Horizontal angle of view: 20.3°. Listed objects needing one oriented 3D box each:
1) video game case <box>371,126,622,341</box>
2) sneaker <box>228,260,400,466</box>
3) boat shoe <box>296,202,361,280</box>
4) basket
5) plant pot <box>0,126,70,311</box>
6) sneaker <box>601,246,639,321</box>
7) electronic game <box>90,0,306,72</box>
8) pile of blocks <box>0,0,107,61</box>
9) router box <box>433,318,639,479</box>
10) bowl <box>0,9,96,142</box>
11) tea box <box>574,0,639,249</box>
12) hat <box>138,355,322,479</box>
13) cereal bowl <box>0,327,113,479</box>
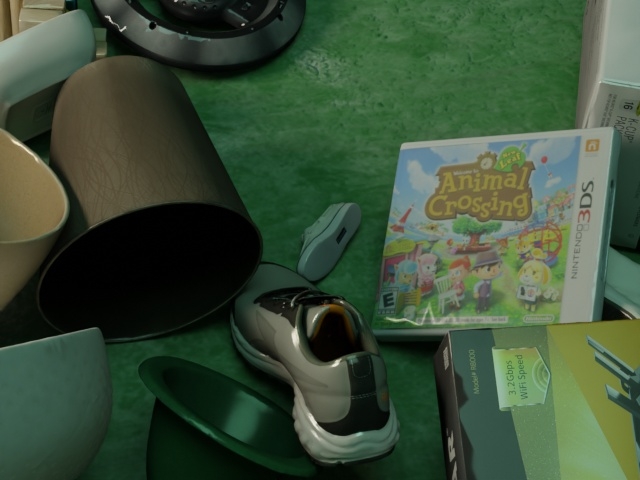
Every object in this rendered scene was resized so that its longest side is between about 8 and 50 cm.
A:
[{"bbox_3d":[0.154,-0.004,1.580,0.212,0.023,0.193,-3,65,30],"label":"video game case"},{"bbox_3d":[-0.004,0.079,1.512,0.100,0.108,0.271,-10,29,-19],"label":"sneaker"},{"bbox_3d":[0.000,0.000,1.660,0.035,0.035,0.100,5,47,37],"label":"boat shoe"},{"bbox_3d":[-0.169,-0.048,1.608,0.204,0.154,0.227,-24,45,8],"label":"basket"},{"bbox_3d":[-0.374,0.005,1.484,0.284,0.191,0.284,22,21,-9],"label":"plant pot"},{"bbox_3d":[0.229,0.042,1.619,0.123,0.106,0.290,4,33,-44],"label":"sneaker"},{"bbox_3d":[-0.128,-0.262,1.860,0.229,0.048,0.229,7,50,-9],"label":"electronic game"},{"bbox_3d":[-0.344,-0.292,1.826,0.362,0.112,0.149,31,54,20],"label":"pile of blocks"},{"bbox_3d":[0.227,0.217,1.390,0.243,0.081,0.308,-4,71,-7],"label":"router box"},{"bbox_3d":[-0.272,-0.143,1.693,0.142,0.142,0.053,-28,75,-24],"label":"bowl"},{"bbox_3d":[0.415,-0.162,1.711,0.324,0.220,0.329,10,49,5],"label":"tea box"},{"bbox_3d":[-0.115,0.217,1.462,0.173,0.183,0.208,31,9,6],"label":"hat"},{"bbox_3d":[-0.312,0.168,1.327,0.339,0.339,0.141,-12,87,-15],"label":"cereal bowl"}]
